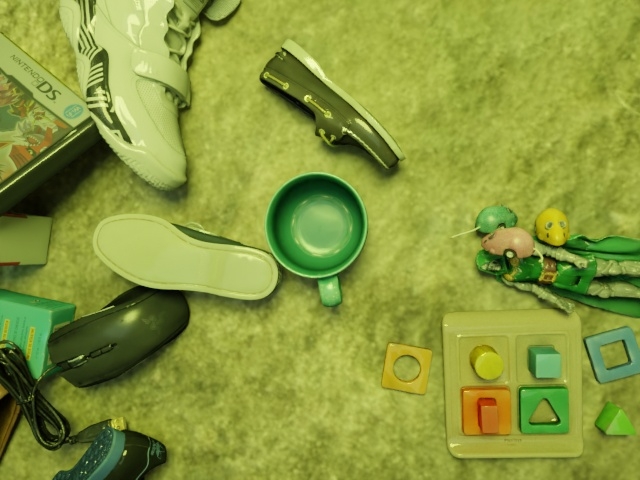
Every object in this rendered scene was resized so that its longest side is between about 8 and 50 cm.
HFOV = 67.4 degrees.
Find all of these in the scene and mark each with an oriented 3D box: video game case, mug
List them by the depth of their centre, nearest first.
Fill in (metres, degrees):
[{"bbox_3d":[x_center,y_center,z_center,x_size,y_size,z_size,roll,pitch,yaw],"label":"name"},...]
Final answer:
[{"bbox_3d":[-0.457,-0.132,0.621,0.248,0.035,0.275,38,70,18],"label":"video game case"},{"bbox_3d":[-0.007,-0.007,0.631,0.129,0.097,0.158,22,93,4],"label":"mug"}]

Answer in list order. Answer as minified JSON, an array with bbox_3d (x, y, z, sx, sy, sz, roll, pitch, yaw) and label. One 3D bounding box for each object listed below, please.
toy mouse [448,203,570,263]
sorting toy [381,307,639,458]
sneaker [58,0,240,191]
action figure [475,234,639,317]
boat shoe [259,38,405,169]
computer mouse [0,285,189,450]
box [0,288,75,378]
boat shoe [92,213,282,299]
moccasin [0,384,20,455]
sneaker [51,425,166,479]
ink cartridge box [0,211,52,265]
[{"bbox_3d":[0.234,-0.017,0.600,0.142,0.161,0.031,1,116,20],"label":"toy mouse"},{"bbox_3d":[0.255,0.192,0.635,0.347,0.047,0.196,-3,90,5],"label":"sorting toy"},{"bbox_3d":[-0.201,-0.261,0.625,0.210,0.137,0.366,-22,85,8],"label":"sneaker"},{"bbox_3d":[0.316,0.041,0.611,0.232,0.064,0.137,8,126,12],"label":"action figure"},{"bbox_3d":[0.014,-0.167,0.640,0.069,0.081,0.228,-46,80,7],"label":"boat shoe"},{"bbox_3d":[-0.289,0.180,0.650,0.261,0.060,0.184,-23,103,-12],"label":"computer mouse"},{"bbox_3d":[-0.491,0.121,0.694,0.244,0.060,0.101,10,91,5],"label":"box"},{"bbox_3d":[-0.176,0.022,0.655,0.254,0.079,0.095,8,87,2],"label":"boat shoe"},{"bbox_3d":[-0.517,0.365,0.671,0.146,0.139,0.381,18,83,13],"label":"moccasin"},{"bbox_3d":[-0.311,0.347,0.672,0.090,0.081,0.232,32,115,-33],"label":"sneaker"},{"bbox_3d":[-0.492,-0.012,0.659,0.174,0.127,0.073,8,90,5],"label":"ink cartridge box"}]
